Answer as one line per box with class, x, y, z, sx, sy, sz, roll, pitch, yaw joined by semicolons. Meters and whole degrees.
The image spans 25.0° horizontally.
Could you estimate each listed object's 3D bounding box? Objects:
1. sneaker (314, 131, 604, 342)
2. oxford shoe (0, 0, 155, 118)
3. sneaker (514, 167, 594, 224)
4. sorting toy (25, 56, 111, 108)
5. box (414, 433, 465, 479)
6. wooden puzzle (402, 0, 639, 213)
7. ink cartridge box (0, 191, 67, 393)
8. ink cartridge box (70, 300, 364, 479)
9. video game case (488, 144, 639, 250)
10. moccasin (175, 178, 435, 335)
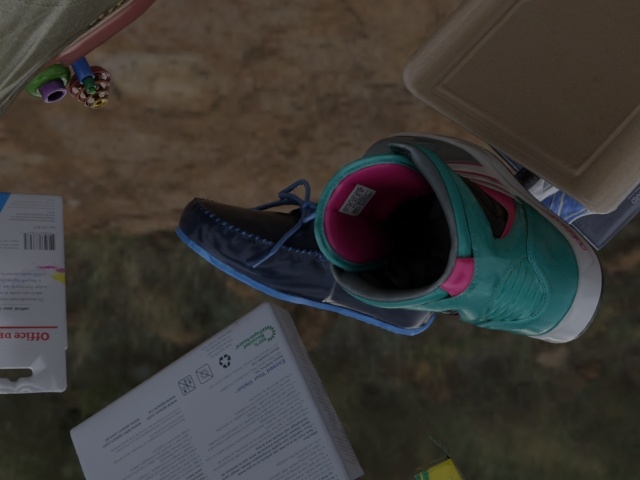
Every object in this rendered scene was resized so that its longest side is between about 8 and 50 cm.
sneaker;0.064;-0.022;1.111;0.178;0.295;0.123;16;104;-35
oxford shoe;-0.183;-0.088;0.624;0.123;0.348;0.130;39;157;-2
sneaker;0.268;-0.077;1.387;0.211;0.080;0.081;-41;98;13
sorting toy;-0.258;-0.160;1.523;0.102;0.042;0.061;-9;155;-45
box;0.133;0.263;1.324;0.043;0.179;0.105;-26;172;2
wooden puzzle;0.224;-0.155;1.248;0.221;0.239;0.044;-47;148;-8
ink cartridge box;-0.289;0.050;1.308;0.104;0.181;0.062;2;170;-31
ink cartridge box;-0.118;0.293;1.745;0.324;0.330;0.071;-33;153;15
video game case;0.262;-0.154;1.516;0.196;0.274;0.026;-45;177;1
moccasin;0.000;0.000;1.577;0.342;0.137;0.116;17;111;-39
